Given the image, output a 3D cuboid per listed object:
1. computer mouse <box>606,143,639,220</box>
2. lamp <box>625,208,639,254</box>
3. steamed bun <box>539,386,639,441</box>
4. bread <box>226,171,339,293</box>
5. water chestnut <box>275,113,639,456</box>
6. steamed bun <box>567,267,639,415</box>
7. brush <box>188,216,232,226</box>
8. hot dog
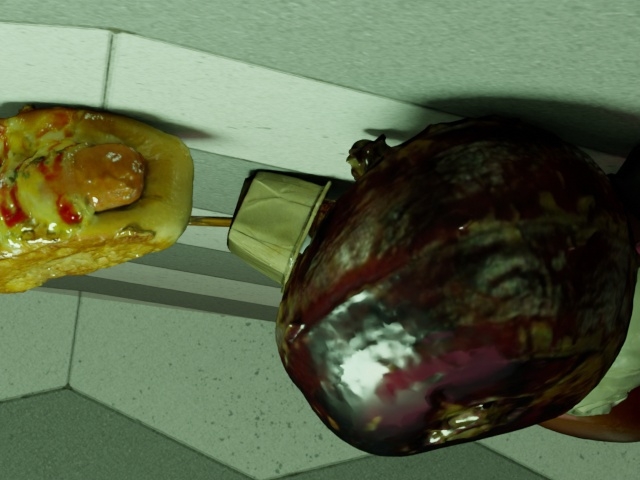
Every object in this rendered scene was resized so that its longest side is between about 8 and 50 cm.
[{"bbox_3d":[0.396,-0.028,1.294,0.295,0.087,0.168,7,173,-6],"label":"computer mouse"},{"bbox_3d":[0.314,-0.019,1.429,0.101,0.090,0.101,-11,-155,5],"label":"lamp"},{"bbox_3d":[0.440,0.198,2.328,0.248,0.235,0.379,8,174,25],"label":"steamed bun"},{"bbox_3d":[0.000,0.000,1.702,0.211,0.142,0.224,21,172,0],"label":"bread"},{"bbox_3d":[0.107,0.021,1.304,0.350,0.302,0.350,-18,152,-10],"label":"water chestnut"},{"bbox_3d":[0.283,0.111,1.855,0.324,0.220,0.310,-2,166,18],"label":"steamed bun"},{"bbox_3d":[-0.080,-0.022,2.009,0.314,0.017,0.090,3,171,31],"label":"brush"},{"bbox_3d":[-0.262,-0.044,1.448,0.256,0.150,0.153,-16,152,21],"label":"hot dog"}]
